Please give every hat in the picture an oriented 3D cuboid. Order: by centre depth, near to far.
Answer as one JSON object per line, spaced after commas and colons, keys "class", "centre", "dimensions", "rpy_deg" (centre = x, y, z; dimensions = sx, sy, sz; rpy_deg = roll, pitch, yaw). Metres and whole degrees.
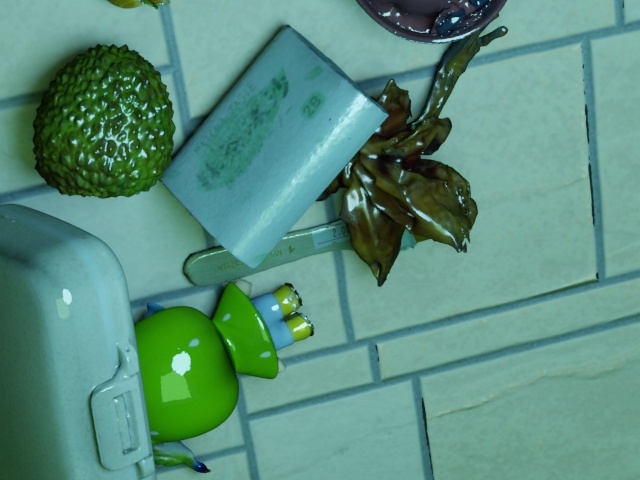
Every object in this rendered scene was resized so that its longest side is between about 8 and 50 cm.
{"class": "hat", "centre": [0.117, -0.316, 1.536], "dimensions": [0.205, 0.089, 0.205], "rpy_deg": [0, 85, 1]}

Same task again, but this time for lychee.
{"class": "lychee", "centre": [-0.227, -0.125, 1.526], "dimensions": [0.171, 0.171, 0.171], "rpy_deg": [-6, 114, -13]}

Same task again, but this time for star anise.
{"class": "star anise", "centre": [0.108, -0.109, 1.619], "dimensions": [0.148, 0.237, 0.346], "rpy_deg": [10, 107, -59]}

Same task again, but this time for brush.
{"class": "brush", "centre": [0.000, 0.000, 1.714], "dimensions": [0.336, 0.020, 0.085], "rpy_deg": [-15, 115, -9]}

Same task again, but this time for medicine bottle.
{"class": "medicine bottle", "centre": [-0.294, 0.155, 1.560], "dimensions": [0.123, 0.282, 0.375], "rpy_deg": [-23, 119, -38]}

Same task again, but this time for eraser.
{"class": "eraser", "centre": [-0.055, -0.105, 1.579], "dimensions": [0.227, 0.174, 0.081], "rpy_deg": [-50, 148, 8]}

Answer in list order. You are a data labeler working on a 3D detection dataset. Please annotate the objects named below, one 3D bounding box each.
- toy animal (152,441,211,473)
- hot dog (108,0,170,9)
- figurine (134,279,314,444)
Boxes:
{"class": "toy animal", "centre": [-0.225, 0.237, 1.733], "dimensions": [0.217, 0.041, 0.075], "rpy_deg": [21, 143, -20]}
{"class": "hot dog", "centre": [-0.239, -0.335, 1.479], "dimensions": [0.104, 0.076, 0.250], "rpy_deg": [-41, 114, 3]}
{"class": "figurine", "centre": [-0.136, 0.136, 1.677], "dimensions": [0.263, 0.143, 0.162], "rpy_deg": [-26, 111, -16]}
